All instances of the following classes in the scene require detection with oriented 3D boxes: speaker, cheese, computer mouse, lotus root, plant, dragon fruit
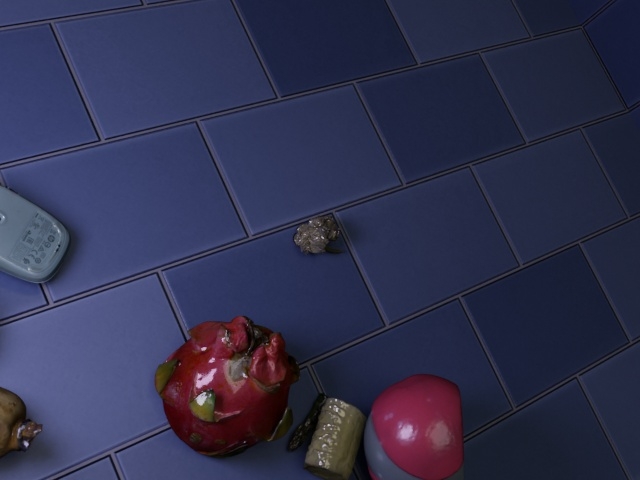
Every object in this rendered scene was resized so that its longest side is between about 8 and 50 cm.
[{"bbox_3d":[0.230,0.443,1.850,0.294,0.294,0.294,10,66,-23],"label":"speaker"},{"bbox_3d":[0.033,0.455,1.869,0.123,0.093,0.167,38,57,-29],"label":"cheese"},{"bbox_3d":[-0.671,-0.024,1.721,0.288,0.097,0.160,35,56,-23],"label":"computer mouse"},{"bbox_3d":[-0.656,0.333,1.559,0.256,0.140,0.154,30,30,-4],"label":"lotus root"},{"bbox_3d":[0.000,0.000,2.068,0.116,0.104,0.122,-32,122,2],"label":"plant"},{"bbox_3d":[-0.182,0.301,1.755,0.305,0.226,0.306,11,65,-25],"label":"dragon fruit"}]

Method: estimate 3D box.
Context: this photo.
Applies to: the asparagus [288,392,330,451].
[{"bbox_3d":[-0.027,0.420,1.896,0.165,0.030,0.036,-50,120,-34],"label":"asparagus"}]
